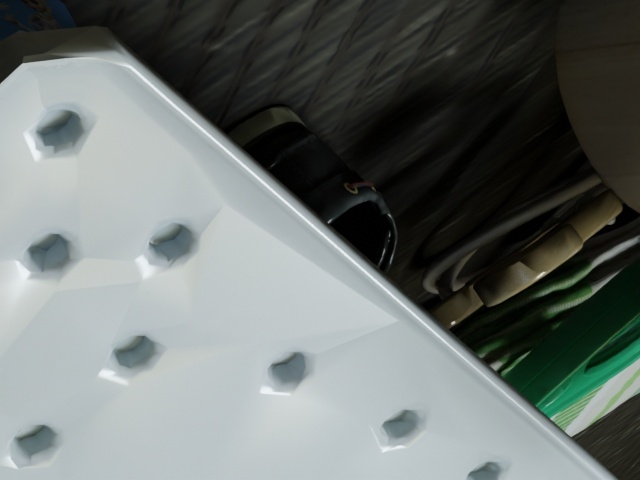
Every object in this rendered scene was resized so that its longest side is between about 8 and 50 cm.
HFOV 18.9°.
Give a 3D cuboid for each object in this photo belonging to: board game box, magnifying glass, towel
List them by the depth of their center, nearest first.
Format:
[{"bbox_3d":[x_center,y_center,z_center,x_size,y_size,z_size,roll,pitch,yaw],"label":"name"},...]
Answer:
[{"bbox_3d":[-0.096,0.159,0.533,0.390,0.050,0.390,-41,136,8],"label":"board game box"},{"bbox_3d":[0.083,0.066,0.798,0.231,0.026,0.092,-38,163,-7],"label":"magnifying glass"},{"bbox_3d":[0.113,0.058,0.935,0.325,0.038,0.248,-26,158,-34],"label":"towel"}]

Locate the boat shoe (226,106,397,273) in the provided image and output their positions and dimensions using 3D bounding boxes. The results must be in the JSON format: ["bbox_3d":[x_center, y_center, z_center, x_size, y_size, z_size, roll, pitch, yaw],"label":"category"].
[{"bbox_3d":[-0.001,0.001,0.586,0.049,0.042,0.133,-39,163,-2],"label":"boat shoe"}]

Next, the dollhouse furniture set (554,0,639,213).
[{"bbox_3d":[0.251,0.038,0.562,0.362,0.394,0.256,-28,-166,-34],"label":"dollhouse furniture set"}]

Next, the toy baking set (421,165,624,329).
[{"bbox_3d":[0.111,-0.031,0.666,0.197,0.030,0.256,-33,178,11],"label":"toy baking set"}]
